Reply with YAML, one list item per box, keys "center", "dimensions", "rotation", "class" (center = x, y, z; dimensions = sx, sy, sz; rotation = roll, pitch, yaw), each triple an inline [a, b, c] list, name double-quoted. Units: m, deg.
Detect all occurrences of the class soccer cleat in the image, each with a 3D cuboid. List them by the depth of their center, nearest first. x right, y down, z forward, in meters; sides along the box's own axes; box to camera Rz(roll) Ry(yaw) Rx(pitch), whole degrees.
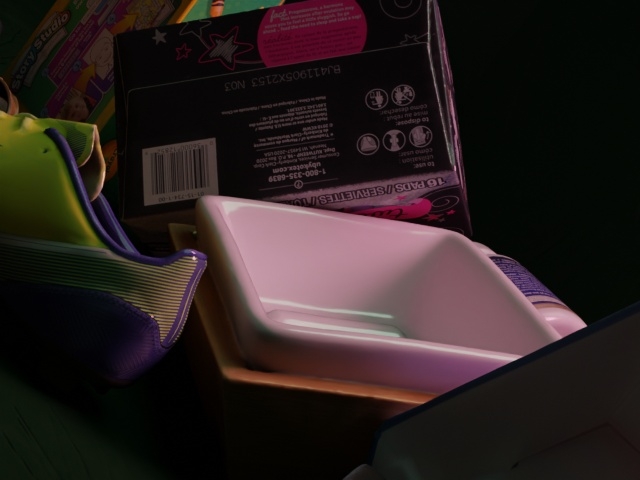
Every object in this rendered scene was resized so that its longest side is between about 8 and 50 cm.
- center: [-0.182, -0.036, 0.838]
  dimensions: [0.289, 0.121, 0.093]
  rotation: [40, 7, 17]
  class: "soccer cleat"

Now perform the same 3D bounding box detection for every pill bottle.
- center: [0.236, 0.108, 1.948]
  dimensions: [0.153, 0.153, 0.265]
  rotation: [35, 8, -30]
  class: "pill bottle"

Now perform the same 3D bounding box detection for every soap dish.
- center: [0.023, 0.071, 0.949]
  dimensions: [0.228, 0.118, 0.291]
  rotation: [9, 15, -15]
  class: "soap dish"

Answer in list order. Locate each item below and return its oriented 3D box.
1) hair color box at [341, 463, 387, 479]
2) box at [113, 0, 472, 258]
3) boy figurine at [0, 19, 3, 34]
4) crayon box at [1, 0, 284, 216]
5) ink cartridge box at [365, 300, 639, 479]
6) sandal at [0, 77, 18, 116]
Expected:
- center: [0.018, 0.190, 0.434]
  dimensions: [0.185, 0.114, 0.374]
  rotation: [40, 8, 9]
  class: "hair color box"
- center: [-0.018, -0.077, 1.133]
  dimensions: [0.142, 0.247, 0.163]
  rotation: [59, 24, -67]
  class: "box"
- center: [-0.353, -0.254, 1.153]
  dimensions: [0.177, 0.092, 0.285]
  rotation: [42, -16, 32]
  class: "boy figurine"
- center: [-0.153, -0.182, 1.289]
  dimensions: [0.081, 0.278, 0.165]
  rotation: [29, 11, -46]
  class: "crayon box"
- center: [0.235, 0.211, 0.736]
  dimensions: [0.395, 0.270, 0.151]
  rotation: [37, 51, -18]
  class: "ink cartridge box"
- center: [-0.265, -0.102, 1.098]
  dimensions: [0.090, 0.060, 0.219]
  rotation: [39, 7, 6]
  class: "sandal"
